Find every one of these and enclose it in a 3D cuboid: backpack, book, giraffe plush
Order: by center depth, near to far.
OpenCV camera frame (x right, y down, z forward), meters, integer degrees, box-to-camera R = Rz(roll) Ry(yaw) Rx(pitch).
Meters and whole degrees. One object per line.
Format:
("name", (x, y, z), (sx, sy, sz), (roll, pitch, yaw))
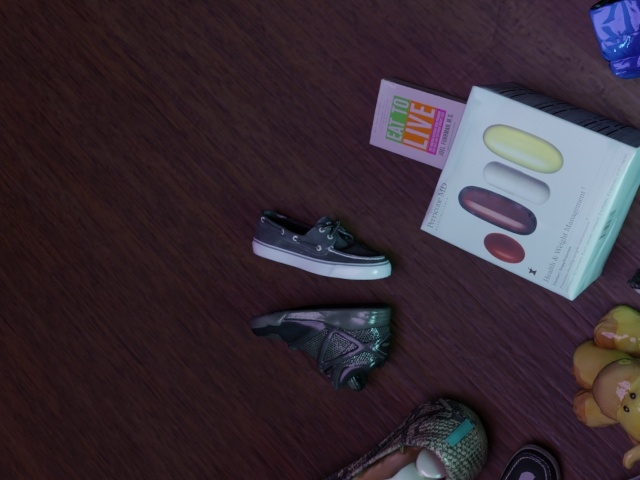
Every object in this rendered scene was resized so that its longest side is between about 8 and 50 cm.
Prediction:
("backpack", (0.379, -0.244, 1.088), (0.120, 0.098, 0.101), (-17, 100, 19))
("giraffe plush", (0.386, 0.184, 1.117), (0.210, 0.170, 0.181), (3, 100, 30))
("book", (0.143, -0.154, 1.280), (0.144, 0.035, 0.096), (21, 113, 24))

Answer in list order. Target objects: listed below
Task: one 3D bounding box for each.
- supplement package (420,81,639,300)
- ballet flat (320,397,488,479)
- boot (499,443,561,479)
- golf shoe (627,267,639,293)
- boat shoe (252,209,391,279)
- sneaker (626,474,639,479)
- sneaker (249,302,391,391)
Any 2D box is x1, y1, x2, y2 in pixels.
("supplement package", (0.265, -0.068, 1.153), (0.203, 0.149, 0.194), (26, 111, 23))
("ballet flat", (0.042, 0.406, 1.352), (0.164, 0.182, 0.483), (47, 119, 13))
("boot", (0.232, 0.397, 1.240), (0.085, 0.179, 0.236), (26, 112, 24))
("golf shoe", (0.449, 0.066, 1.099), (0.198, 0.077, 0.093), (1, 124, 57))
("boat shoe", (0.000, 0.000, 1.368), (0.229, 0.080, 0.076), (14, 108, 35))
("sneaker", (0.380, 0.347, 1.202), (0.185, 0.084, 0.069), (-41, 78, 29))
("sneaker", (-0.003, 0.158, 1.387), (0.228, 0.087, 0.130), (-1, 92, 25))
